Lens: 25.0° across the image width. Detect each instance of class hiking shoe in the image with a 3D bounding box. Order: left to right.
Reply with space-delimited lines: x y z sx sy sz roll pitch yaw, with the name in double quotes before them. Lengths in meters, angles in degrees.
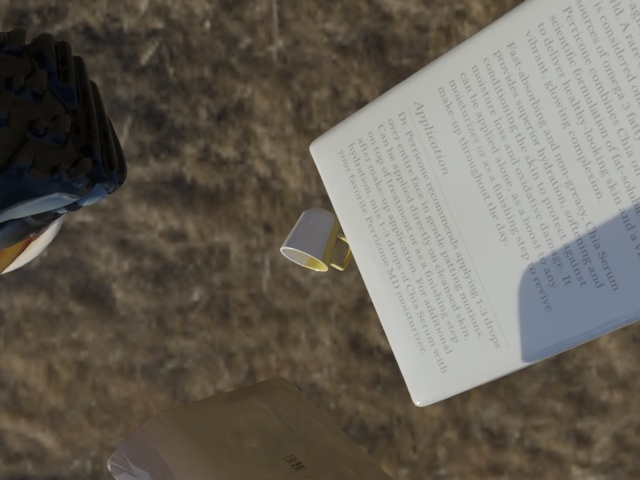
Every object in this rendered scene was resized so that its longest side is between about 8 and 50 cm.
"hiking shoe" -0.207 -0.022 0.570 0.132 0.113 0.304 -34 161 25

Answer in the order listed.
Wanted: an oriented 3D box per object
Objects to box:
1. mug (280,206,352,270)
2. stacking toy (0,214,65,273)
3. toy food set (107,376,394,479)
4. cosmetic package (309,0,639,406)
"mug" -0.004 -0.001 1.736 0.062 0.064 0.078 10 160 39
"stacking toy" -0.433 0.036 1.126 0.350 0.480 0.351 11 136 11
"toy food set" -0.049 0.263 1.504 0.306 0.219 0.092 -9 136 -58
"cosmetic package" 0.221 -0.067 1.004 0.161 0.230 0.453 -15 170 -44
